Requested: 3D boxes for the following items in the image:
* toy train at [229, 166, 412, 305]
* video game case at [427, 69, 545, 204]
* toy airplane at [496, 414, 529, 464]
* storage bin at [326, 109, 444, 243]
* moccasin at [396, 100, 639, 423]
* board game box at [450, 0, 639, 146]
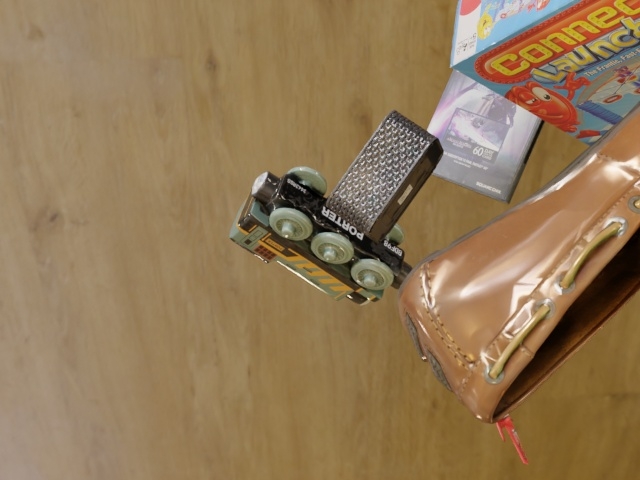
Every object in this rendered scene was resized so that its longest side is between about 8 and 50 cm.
[{"bbox_3d":[0.000,0.000,1.723,0.334,0.142,0.190,32,142,-20],"label":"toy train"},{"bbox_3d":[0.293,-0.221,1.672,0.026,0.196,0.274,17,97,-56],"label":"video game case"},{"bbox_3d":[0.296,0.294,1.561,0.028,0.151,0.151,-23,127,8],"label":"toy airplane"},{"bbox_3d":[0.102,-0.095,1.490,0.084,0.122,0.180,35,91,15],"label":"storage bin"},{"bbox_3d":[0.238,-0.012,0.682,0.380,0.147,0.139,-32,145,-10],"label":"moccasin"},{"bbox_3d":[0.340,-0.193,0.934,0.302,0.086,0.308,22,155,-28],"label":"board game box"}]
